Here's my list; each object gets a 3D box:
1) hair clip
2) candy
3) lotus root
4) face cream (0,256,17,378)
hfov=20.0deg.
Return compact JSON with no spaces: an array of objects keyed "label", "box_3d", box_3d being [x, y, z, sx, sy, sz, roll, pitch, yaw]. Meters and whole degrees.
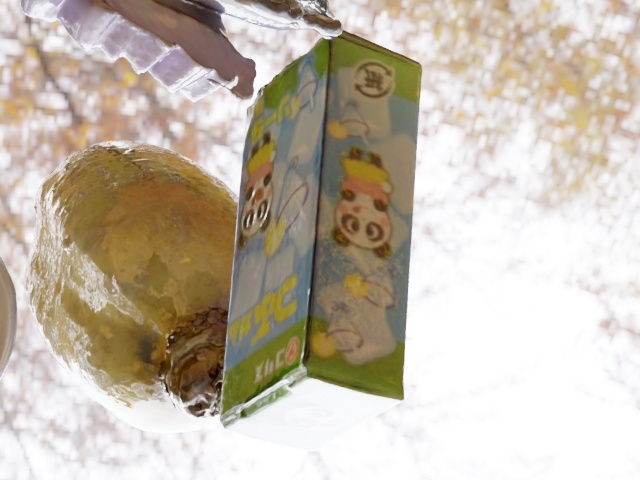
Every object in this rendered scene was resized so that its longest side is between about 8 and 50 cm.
[{"label":"hair clip","box_3d":[-0.101,-0.111,0.578,0.292,0.084,0.106,21,-154,-46]},{"label":"candy","box_3d":[0.000,0.000,0.924,0.062,0.097,0.194,18,-119,-24]},{"label":"lotus root","box_3d":[-0.104,0.034,1.196,0.151,0.169,0.343,4,-165,-24]},{"label":"face cream","box_3d":[-0.230,0.046,0.934,0.073,0.269,0.107,22,-102,-24]}]
